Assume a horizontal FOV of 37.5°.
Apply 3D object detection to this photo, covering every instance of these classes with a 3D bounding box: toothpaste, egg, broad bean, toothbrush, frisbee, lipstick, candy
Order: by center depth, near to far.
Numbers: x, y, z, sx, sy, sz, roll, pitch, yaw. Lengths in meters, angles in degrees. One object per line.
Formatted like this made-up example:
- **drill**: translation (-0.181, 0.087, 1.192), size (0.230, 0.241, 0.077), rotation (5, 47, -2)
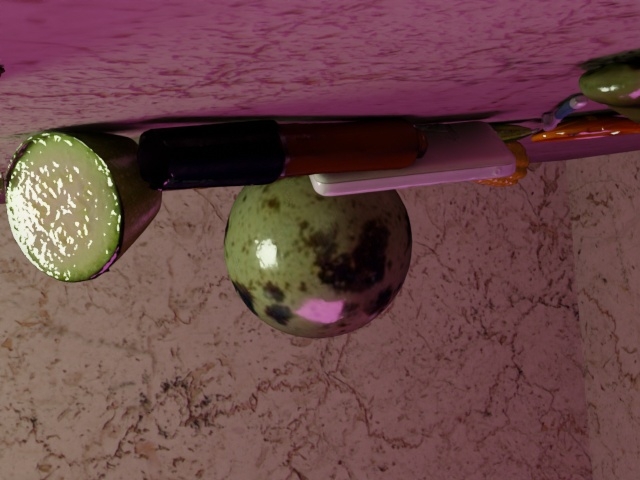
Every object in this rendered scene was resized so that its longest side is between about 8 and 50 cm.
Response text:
- **broad bean**: translation (0.333, -0.147, 0.904), size (0.206, 0.073, 0.153), rotation (8, 171, -36)
- **lipstick**: translation (-0.026, -0.109, 1.143), size (0.418, 0.077, 0.077), rotation (-8, -177, -40)
- **toothbrush**: translation (0.328, -0.176, 1.281), size (0.019, 0.025, 0.275), rotation (-11, 179, 5)
- **toothpaste**: translation (0.218, -0.160, 1.492), size (0.247, 0.047, 0.078), rotation (-8, -174, -10)
- **frisbee**: translation (0.435, -0.183, 1.518), size (0.192, 0.035, 0.192), rotation (-4, -178, 0)
- **candy**: translation (0.296, -0.152, 1.743), size (0.106, 0.094, 0.198), rotation (-2, 176, 42)
- **egg**: translation (0.000, 0.000, 1.757), size (0.344, 0.345, 0.428), rotation (-5, -165, 13)

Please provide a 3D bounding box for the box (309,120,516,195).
- **box**: translation (0.122, -0.119, 1.331), size (0.284, 0.044, 0.142), rotation (-6, -149, -8)

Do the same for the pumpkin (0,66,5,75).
- **pumpkin**: translation (-0.310, -0.052, 0.570), size (0.163, 0.111, 0.278), rotation (-10, 179, 27)

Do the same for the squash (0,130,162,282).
- **squash**: translation (-0.263, -0.050, 1.066), size (0.170, 0.170, 0.123), rotation (-4, -163, 26)
